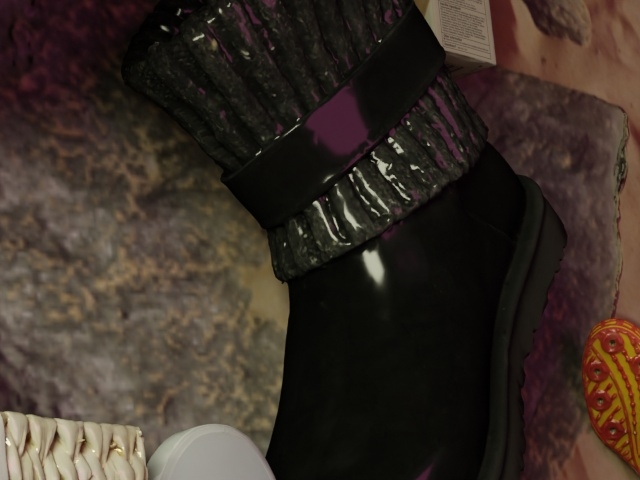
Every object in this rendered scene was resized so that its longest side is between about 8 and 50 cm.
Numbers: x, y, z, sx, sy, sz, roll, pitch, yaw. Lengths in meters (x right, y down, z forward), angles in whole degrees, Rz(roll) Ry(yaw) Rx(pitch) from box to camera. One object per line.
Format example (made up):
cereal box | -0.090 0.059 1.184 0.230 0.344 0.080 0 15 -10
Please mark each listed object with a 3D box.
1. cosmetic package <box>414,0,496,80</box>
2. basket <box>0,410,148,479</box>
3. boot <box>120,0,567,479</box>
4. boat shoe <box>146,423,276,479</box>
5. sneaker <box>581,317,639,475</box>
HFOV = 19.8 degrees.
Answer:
cosmetic package | 0.070 -0.160 1.126 0.060 0.041 0.115 10 70 -44
basket | -0.135 0.157 0.753 0.103 0.113 0.167 8 71 -49
boot | -0.003 0.000 0.923 0.260 0.131 0.348 55 34 -28
boat shoe | -0.069 0.213 0.821 0.095 0.084 0.258 14 72 -40
sneaker | 0.219 0.117 1.191 0.175 0.064 0.067 57 24 -24
